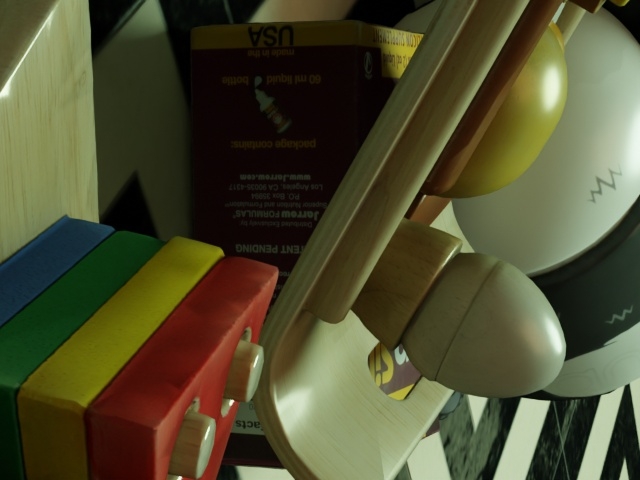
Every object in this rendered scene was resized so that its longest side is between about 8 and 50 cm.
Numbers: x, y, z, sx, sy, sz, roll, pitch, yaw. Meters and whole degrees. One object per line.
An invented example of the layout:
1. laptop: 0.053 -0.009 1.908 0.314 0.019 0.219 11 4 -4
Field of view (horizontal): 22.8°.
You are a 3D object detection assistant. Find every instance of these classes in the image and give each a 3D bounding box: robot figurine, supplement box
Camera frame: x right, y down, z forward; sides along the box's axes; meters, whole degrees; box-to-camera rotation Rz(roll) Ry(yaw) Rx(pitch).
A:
1. robot figurine: 0.115 -0.020 0.868 0.278 0.173 0.209 54 30 -55
2. supplement box: 0.000 0.000 0.706 0.104 0.080 0.188 -10 100 -67

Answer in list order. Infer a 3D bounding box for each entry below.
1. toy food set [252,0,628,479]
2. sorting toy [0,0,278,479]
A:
1. toy food set: 0.100 -0.060 0.564 0.306 0.092 0.220 -60 171 27
2. sorting toy: -0.081 0.110 0.396 0.257 0.089 0.255 96 12 -49
